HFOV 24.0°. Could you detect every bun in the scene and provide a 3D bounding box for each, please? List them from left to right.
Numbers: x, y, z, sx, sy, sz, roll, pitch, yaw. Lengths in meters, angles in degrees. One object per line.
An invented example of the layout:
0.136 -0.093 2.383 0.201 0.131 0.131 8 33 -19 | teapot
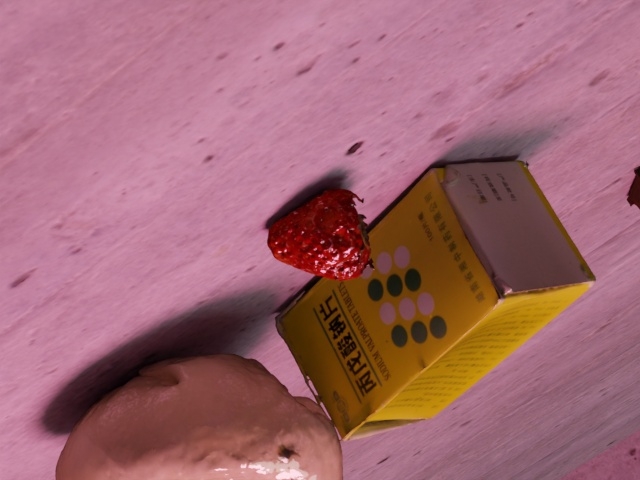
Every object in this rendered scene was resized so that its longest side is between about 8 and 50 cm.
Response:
-0.110 0.188 1.334 0.259 0.160 0.259 -4 145 -3 | bun

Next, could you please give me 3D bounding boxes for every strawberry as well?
0.000 0.000 1.163 0.083 0.073 0.073 -16 162 8 | strawberry

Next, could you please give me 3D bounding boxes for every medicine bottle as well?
0.096 0.053 1.319 0.141 0.137 0.250 -8 151 -45 | medicine bottle

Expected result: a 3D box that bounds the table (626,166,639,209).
0.371 -0.047 1.557 0.083 0.070 0.082 -27 160 -9 | table
